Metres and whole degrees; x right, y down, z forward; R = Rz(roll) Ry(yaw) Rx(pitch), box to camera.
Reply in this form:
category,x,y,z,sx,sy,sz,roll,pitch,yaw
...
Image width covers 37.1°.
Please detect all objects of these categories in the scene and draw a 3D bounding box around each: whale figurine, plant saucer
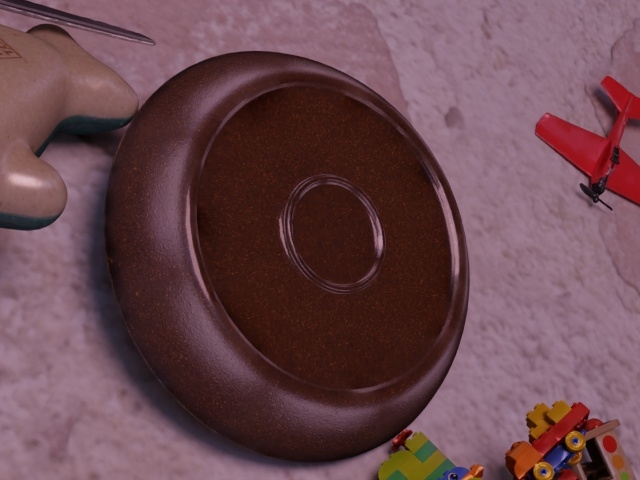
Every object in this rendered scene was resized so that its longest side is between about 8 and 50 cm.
category,x,y,z,sx,sy,sz,roll,pitch,yaw
whale figurine,-0.242,-0.065,0.594,0.216,0.141,0.272,38,32,14
plant saucer,0.000,0.000,0.686,0.310,0.050,0.311,11,70,-33

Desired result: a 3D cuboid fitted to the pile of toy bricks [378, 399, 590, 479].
category,x,y,z,sx,sy,sz,roll,pitch,yaw
pile of toy bricks,0.083,0.178,0.665,0.212,0.118,0.105,-38,60,-17

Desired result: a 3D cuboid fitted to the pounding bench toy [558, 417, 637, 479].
category,x,y,z,sx,sy,sz,roll,pitch,yaw
pounding bench toy,0.195,0.178,0.734,0.083,0.052,0.065,-15,76,-30

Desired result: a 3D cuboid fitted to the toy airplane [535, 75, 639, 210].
category,x,y,z,sx,sy,sz,roll,pitch,yaw
toy airplane,0.279,-0.093,0.904,0.151,0.028,0.151,9,65,-21

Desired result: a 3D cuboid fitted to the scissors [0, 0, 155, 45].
category,x,y,z,sx,sy,sz,roll,pitch,yaw
scissors,-0.259,-0.165,0.614,0.297,0.021,0.109,19,17,-5
